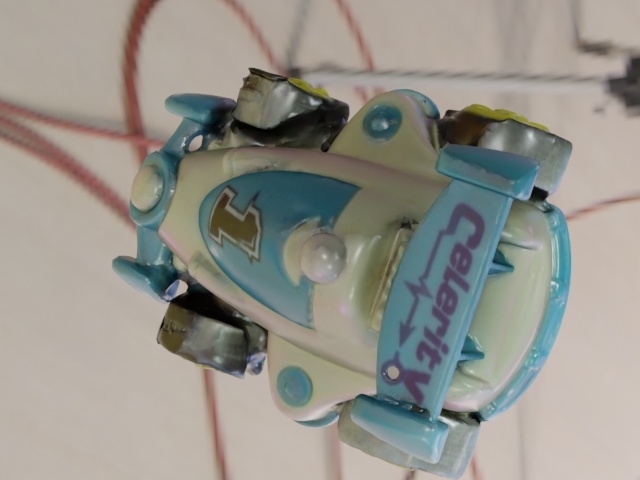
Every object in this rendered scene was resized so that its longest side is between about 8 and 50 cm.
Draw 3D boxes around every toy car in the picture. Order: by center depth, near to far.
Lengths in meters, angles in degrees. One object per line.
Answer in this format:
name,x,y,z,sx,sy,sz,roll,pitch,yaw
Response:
toy car,0.000,0.000,0.656,0.098,0.161,0.126,15,96,-75
